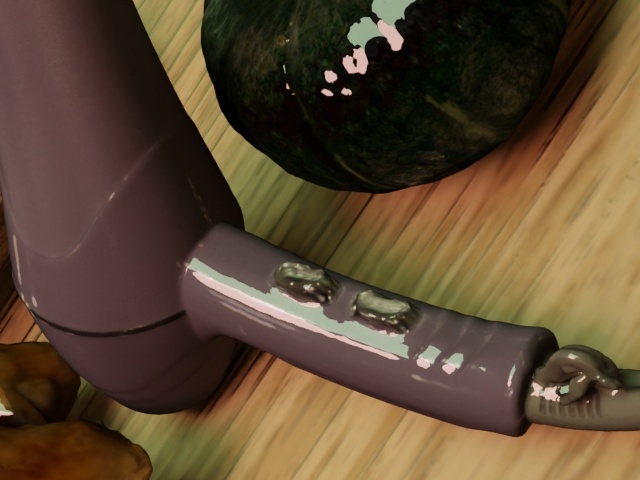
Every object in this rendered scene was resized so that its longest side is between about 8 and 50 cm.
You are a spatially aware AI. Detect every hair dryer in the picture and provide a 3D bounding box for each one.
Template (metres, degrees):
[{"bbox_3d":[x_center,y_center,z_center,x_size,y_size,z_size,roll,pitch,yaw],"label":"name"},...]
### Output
[{"bbox_3d":[0.000,0.000,0.637,0.361,0.301,0.121,18,52,25],"label":"hair dryer"}]

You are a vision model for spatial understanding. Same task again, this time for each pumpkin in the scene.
[{"bbox_3d":[0.029,-0.126,0.709,0.211,0.152,0.212,-15,70,48],"label":"pumpkin"}]

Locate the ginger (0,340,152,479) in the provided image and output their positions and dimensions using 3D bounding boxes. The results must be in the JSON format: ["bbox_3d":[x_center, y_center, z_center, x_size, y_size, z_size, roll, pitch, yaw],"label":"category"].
[{"bbox_3d":[-0.235,0.185,0.780,0.357,0.152,0.274,-28,18,41],"label":"ginger"}]

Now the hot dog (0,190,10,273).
[{"bbox_3d":[-0.219,-0.026,0.909,0.268,0.075,0.144,-59,0,-11],"label":"hot dog"}]
